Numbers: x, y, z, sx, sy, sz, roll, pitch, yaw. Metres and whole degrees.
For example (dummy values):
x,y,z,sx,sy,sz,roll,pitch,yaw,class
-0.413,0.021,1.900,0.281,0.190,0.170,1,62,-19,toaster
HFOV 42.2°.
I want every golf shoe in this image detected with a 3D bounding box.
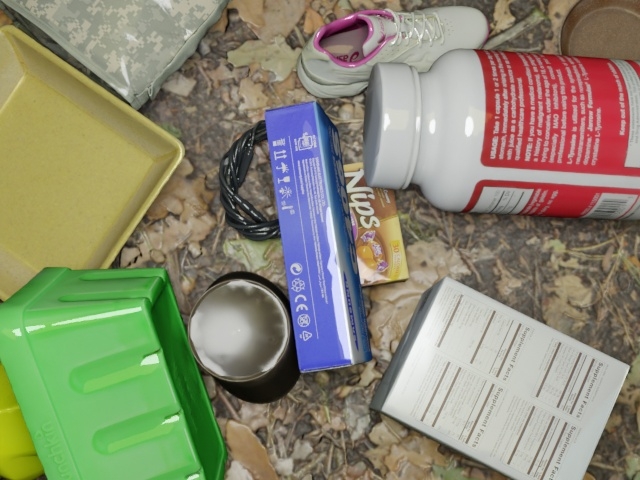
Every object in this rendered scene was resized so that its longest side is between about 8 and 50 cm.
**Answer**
x,y,z,sx,sy,sz,roll,pitch,yaw,class
0.116,-0.296,1.246,0.306,0.140,0.115,-17,80,-5,golf shoe

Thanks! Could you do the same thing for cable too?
x,y,z,sx,sy,sz,roll,pitch,yaw,class
-0.081,-0.092,1.261,0.151,0.047,0.184,-10,84,2,cable

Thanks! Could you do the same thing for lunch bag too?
x,y,z,sx,sy,sz,roll,pitch,yaw,class
-0.299,-0.351,1.232,0.287,0.169,0.235,38,82,9,lunch bag

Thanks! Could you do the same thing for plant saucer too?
x,y,z,sx,sy,sz,roll,pitch,yaw,class
-0.409,-0.088,1.213,0.333,0.081,0.332,35,93,4,plant saucer
0.469,-0.302,1.305,0.199,0.036,0.198,0,80,-2,plant saucer

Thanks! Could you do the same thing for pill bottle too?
x,y,z,sx,sy,sz,roll,pitch,yaw,class
0.272,-0.149,1.165,0.408,0.229,0.228,3,81,-6,pill bottle

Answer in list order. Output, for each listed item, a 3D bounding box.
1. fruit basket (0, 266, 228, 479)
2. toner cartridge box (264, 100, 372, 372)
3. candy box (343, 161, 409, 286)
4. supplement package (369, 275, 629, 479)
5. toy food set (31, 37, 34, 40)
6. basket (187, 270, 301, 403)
x,y,z,sx,sy,sz,roll,pitch,yaw,class
-0.336,0.227,1.071,0.393,0.283,0.391,0,103,-1,fruit basket
0.000,0.000,1.134,0.075,0.165,0.347,-10,82,12,toner cartridge box
0.063,-0.023,1.244,0.109,0.053,0.186,-9,82,-2,candy box
0.232,0.202,1.137,0.263,0.199,0.198,26,81,3,supplement package
-0.396,-0.251,1.259,0.019,0.078,0.122,-45,84,-4,toy food set
-0.103,0.126,1.129,0.154,0.227,0.204,-22,81,-4,basket
